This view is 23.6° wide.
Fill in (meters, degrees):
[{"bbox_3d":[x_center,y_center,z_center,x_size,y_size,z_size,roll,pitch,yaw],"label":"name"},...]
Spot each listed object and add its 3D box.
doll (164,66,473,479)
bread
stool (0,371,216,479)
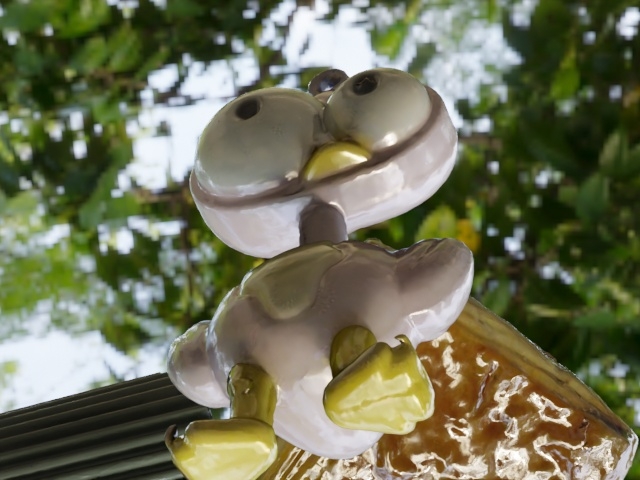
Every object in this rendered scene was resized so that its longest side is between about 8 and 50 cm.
[{"bbox_3d":[0.000,0.001,0.800,0.160,0.094,0.365,-21,-150,14],"label":"doll"},{"bbox_3d":[0.094,0.179,1.394,0.324,0.277,0.167,32,-174,-12],"label":"bread"},{"bbox_3d":[-0.294,0.316,1.679,0.330,0.297,0.297,-9,-156,-31],"label":"stool"}]
